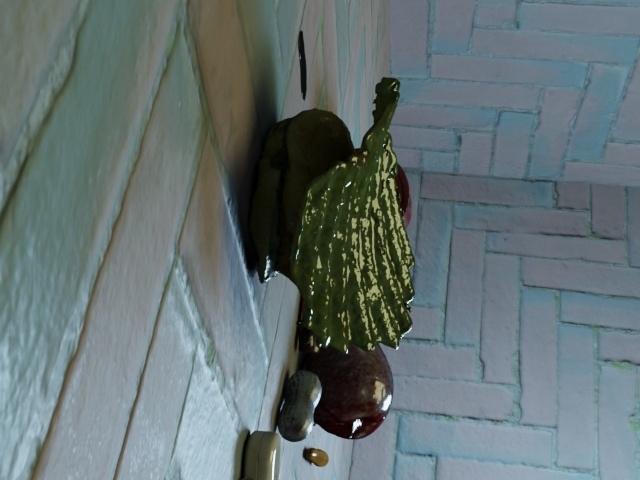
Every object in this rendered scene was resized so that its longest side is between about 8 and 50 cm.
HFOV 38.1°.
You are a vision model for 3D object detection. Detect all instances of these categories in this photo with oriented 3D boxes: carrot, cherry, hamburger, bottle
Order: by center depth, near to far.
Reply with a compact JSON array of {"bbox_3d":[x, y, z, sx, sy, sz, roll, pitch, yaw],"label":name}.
[{"bbox_3d":[-0.016,-0.056,1.412,0.285,0.134,0.265,-77,170,-49],"label":"hamburger"},{"bbox_3d":[-0.015,0.150,1.901,0.060,0.060,0.164,64,32,-77],"label":"bottle"},{"bbox_3d":[0.059,0.301,2.023,0.230,0.203,0.300,72,15,-56],"label":"cherry"},{"bbox_3d":[-0.010,0.535,2.299,0.248,0.043,0.043,68,28,-72],"label":"carrot"}]

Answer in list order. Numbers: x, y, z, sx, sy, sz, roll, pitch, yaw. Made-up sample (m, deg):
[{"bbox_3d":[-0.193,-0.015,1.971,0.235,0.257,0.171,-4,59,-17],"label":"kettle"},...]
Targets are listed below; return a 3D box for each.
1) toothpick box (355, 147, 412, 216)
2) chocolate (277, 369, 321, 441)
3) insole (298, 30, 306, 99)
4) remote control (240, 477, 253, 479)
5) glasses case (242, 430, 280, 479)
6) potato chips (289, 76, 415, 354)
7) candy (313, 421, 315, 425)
[{"bbox_3d":[0.109,-0.089,2.139,0.333,0.204,0.204,31,64,-83],"label":"toothpick box"},{"bbox_3d":[-0.040,0.312,1.766,0.167,0.072,0.072,-72,166,-52],"label":"chocolate"},{"bbox_3d":[-0.031,-0.307,1.640,0.152,0.002,0.053,85,12,-57],"label":"insole"},{"bbox_3d":[-0.120,0.398,1.330,0.166,0.029,0.065,-46,141,-79],"label":"remote control"},{"bbox_3d":[-0.094,0.395,1.456,0.083,0.050,0.196,-53,148,-73],"label":"glasses case"},{"bbox_3d":[0.071,-0.019,1.330,0.389,0.097,0.373,77,31,-42],"label":"potato chips"},{"bbox_3d":[0.067,0.387,2.347,0.203,0.078,0.141,-38,157,-51],"label":"candy"}]
